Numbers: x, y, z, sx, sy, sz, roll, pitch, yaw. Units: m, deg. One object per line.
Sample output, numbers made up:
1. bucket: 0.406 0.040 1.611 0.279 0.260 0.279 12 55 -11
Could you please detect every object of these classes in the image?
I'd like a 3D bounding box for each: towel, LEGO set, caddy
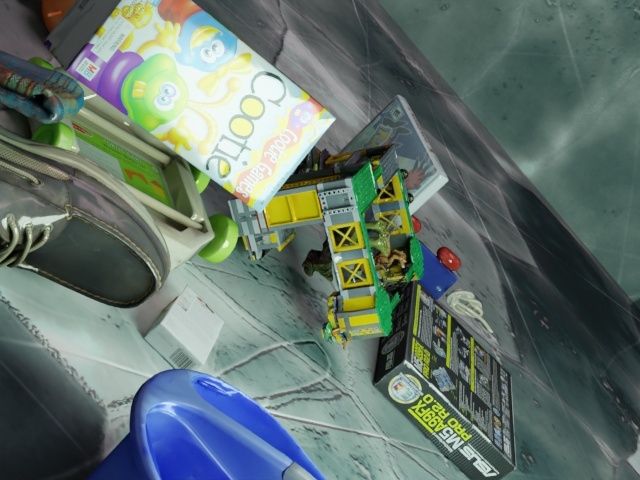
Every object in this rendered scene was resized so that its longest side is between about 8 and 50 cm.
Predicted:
1. towel: -0.340 -0.179 1.222 0.271 0.040 0.370 26 2 -10
2. LEGO set: 0.000 0.000 1.787 0.331 0.192 0.255 -62 139 -62
3. caddy: -0.052 0.262 1.111 0.341 0.179 0.241 50 19 2

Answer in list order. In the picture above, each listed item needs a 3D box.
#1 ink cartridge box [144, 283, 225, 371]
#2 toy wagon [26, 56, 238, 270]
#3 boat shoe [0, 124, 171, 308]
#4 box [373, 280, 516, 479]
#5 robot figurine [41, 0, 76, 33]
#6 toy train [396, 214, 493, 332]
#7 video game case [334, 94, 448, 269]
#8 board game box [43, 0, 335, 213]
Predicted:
1. ink cartridge box: -0.142 0.094 1.450 0.063 0.029 0.115 46 19 -8
2. toy wagon: -0.233 -0.109 1.565 0.267 0.068 0.344 31 23 -40
3. boat shoe: -0.299 -0.028 1.231 0.355 0.132 0.130 32 35 -19
4. box: 0.175 0.193 1.895 0.216 0.060 0.270 44 20 -12
5. robot figurine: -0.285 -0.309 1.747 0.158 0.128 0.219 54 16 -21
6. toy train: 0.157 0.044 2.093 0.248 0.105 0.143 42 7 -18
7. video game case: 0.079 -0.086 1.991 0.023 0.201 0.183 26 29 -41
8. board game box: -0.144 -0.178 1.518 0.275 0.144 0.142 36 4 -29
